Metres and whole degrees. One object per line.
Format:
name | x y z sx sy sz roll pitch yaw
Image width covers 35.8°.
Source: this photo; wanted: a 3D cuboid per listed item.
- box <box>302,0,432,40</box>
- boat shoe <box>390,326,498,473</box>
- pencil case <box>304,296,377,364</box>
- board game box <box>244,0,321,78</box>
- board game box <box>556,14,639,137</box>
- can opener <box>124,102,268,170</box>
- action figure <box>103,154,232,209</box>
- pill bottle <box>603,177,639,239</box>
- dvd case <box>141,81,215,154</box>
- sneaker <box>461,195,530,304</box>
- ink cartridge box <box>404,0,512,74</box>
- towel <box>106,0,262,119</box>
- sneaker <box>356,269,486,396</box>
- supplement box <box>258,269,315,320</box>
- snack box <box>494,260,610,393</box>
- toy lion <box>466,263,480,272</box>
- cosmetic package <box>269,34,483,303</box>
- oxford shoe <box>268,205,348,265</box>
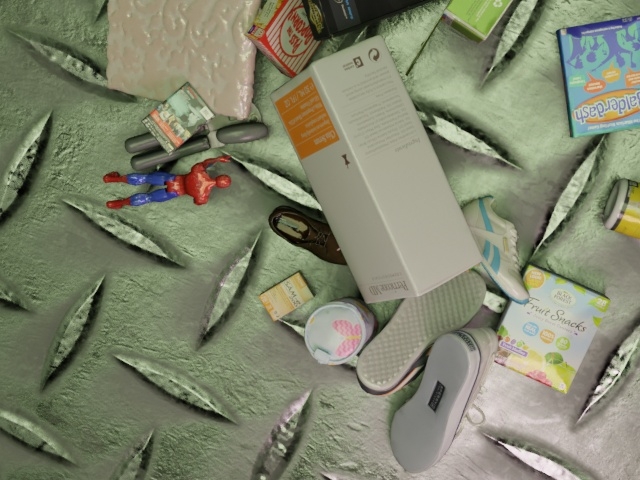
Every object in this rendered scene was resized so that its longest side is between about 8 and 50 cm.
box | 0.079 -0.549 1.813 0.293 0.073 0.295 -24 104 -24
boat shoe | 0.258 0.305 1.951 0.136 0.156 0.367 43 131 34
pencil case | 0.039 0.170 1.895 0.113 0.273 0.124 43 92 6
board game box | -0.042 -0.423 1.874 0.045 0.147 0.193 31 86 34
board game box | 0.545 -0.311 1.891 0.160 0.047 0.210 -9 96 7
can opener | -0.246 -0.207 1.955 0.280 0.093 0.074 -16 106 -2
action figure | -0.283 -0.115 1.994 0.280 0.139 0.091 -2 99 29
pill bottle | 0.641 -0.045 1.884 0.184 0.103 0.103 18 98 4
dvd case | -0.274 -0.235 1.912 0.119 0.013 0.087 -40 92 7
sneaker | 0.345 0.017 1.905 0.092 0.087 0.229 -31 71 7
ink cartridge box | 0.264 -0.393 1.843 0.097 0.189 0.255 33 100 0
towel | -0.263 -0.421 1.901 0.317 0.053 0.332 14 114 16
sneaker | 0.191 0.181 1.960 0.321 0.127 0.126 -39 72 -15
supplement box | -0.068 0.112 2.014 0.098 0.036 0.062 -32 93 9
snack box | 0.443 0.169 1.949 0.174 0.070 0.207 23 97 4
toy lion | 0.267 0.002 1.945 0.034 0.096 0.100 -32 129 10
cosmetic package | 0.098 -0.122 1.852 0.161 0.230 0.453 -27 93 -23
oxford shoe | 0.000 0.000 1.965 0.227 0.096 0.083 18 97 2
